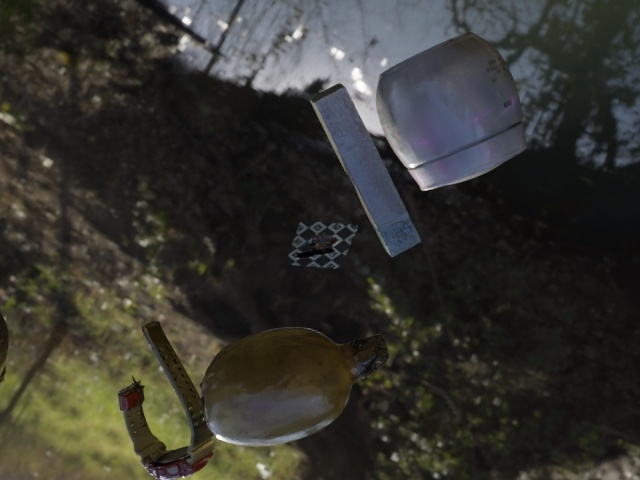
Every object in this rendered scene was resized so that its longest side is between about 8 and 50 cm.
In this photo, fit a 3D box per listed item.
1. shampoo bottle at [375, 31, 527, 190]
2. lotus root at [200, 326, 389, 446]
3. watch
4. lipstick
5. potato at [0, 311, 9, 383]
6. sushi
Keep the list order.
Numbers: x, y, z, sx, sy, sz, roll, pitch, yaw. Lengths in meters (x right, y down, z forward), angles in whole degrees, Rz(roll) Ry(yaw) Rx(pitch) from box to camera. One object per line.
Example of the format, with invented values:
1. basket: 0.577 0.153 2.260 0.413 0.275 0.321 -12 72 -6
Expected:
1. shampoo bottle: 0.259 -0.250 2.034 0.266 0.273 0.273 64 157 -6
2. lotus root: -0.040 0.222 1.635 0.310 0.182 0.182 -16 154 5
3. watch: -0.282 0.285 1.799 0.165 0.102 0.268 -27 88 36
4. lipstick: 0.082 -0.125 1.845 0.317 0.066 0.068 62 180 -17
5. potato: -0.584 0.188 1.636 0.296 0.289 0.397 -27 161 21
6. sushi: 0.000 0.000 2.039 0.120 0.026 0.126 6 133 -18
